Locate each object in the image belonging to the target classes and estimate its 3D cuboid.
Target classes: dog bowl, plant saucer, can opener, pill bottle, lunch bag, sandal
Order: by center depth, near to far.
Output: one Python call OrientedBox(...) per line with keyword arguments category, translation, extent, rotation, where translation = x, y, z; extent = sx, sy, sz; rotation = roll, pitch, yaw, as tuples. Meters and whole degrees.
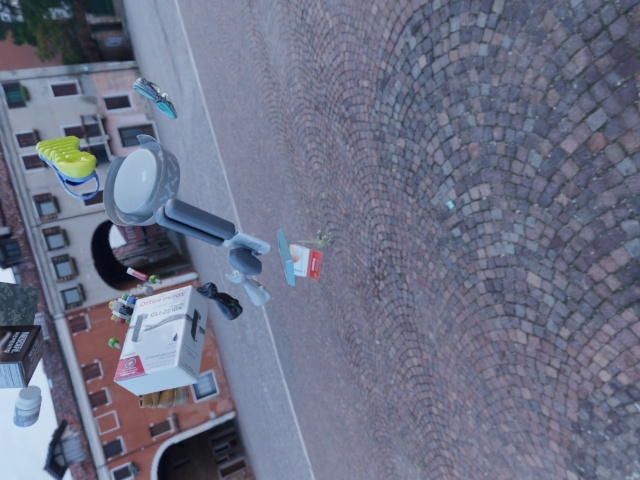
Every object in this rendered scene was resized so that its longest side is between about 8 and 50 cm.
OrientedBox(category="can opener", translation=(-0.227, -0.006, 0.906), extent=(0.074, 0.280, 0.093), rotation=(-30, 47, 32))
OrientedBox(category="plant saucer", translation=(-0.084, 0.036, 0.964), extent=(0.192, 0.018, 0.067), rotation=(-115, 20, -63))
OrientedBox(category="sandal", translation=(-0.768, -0.225, 1.234), extent=(0.317, 0.126, 0.138), rotation=(38, 140, 39))
OrientedBox(category="pill bottle", translation=(-1.026, 0.581, 1.412), extent=(0.078, 0.078, 0.137), rotation=(50, 123, 47))
OrientedBox(category="dog bowl", translation=(-0.666, -0.214, 1.511), extent=(0.349, 0.102, 0.348), rotation=(-7, 76, 31))
OrientedBox(category="lunch bag", translation=(-1.313, 0.338, 1.642), extent=(0.256, 0.213, 0.305), rotation=(-29, 57, 34))

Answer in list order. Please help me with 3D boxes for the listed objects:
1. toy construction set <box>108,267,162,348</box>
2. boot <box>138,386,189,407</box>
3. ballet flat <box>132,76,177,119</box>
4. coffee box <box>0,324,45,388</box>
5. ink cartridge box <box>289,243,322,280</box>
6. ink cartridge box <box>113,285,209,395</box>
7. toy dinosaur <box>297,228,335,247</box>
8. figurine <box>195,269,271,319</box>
OrientedBox(category="toy construction set", translation=(-0.835, 0.268, 1.779), extent=(0.237, 0.257, 0.308), rotation=(17, 102, 30))
OrientedBox(category="boot", translation=(-0.535, 0.469, 1.343), extent=(0.197, 0.152, 0.072), rotation=(46, 118, 45))
OrientedBox(category="ballet flat", translation=(-0.349, -0.311, 0.872), extent=(0.114, 0.041, 0.041), rotation=(39, -163, -54))
OrientedBox(category="coffee box", translation=(-1.052, 0.360, 1.244), extent=(0.168, 0.297, 0.118), rotation=(-115, 31, -56))
OrientedBox(category="ink cartridge box", translation=(-0.081, 0.109, 1.978), extent=(0.179, 0.045, 0.145), rotation=(18, 107, 38))
OrientedBox(category="ink cartridge box", translation=(-0.456, 0.288, 1.187), extent=(0.272, 0.197, 0.114), rotation=(-96, -13, -45))
OrientedBox(category="toy dinosaur", translation=(0.000, 0.000, 1.776), extent=(0.092, 0.183, 0.053), rotation=(-62, 39, 34))
OrientedBox(category="figurine", translation=(-0.327, 0.193, 1.527), extent=(0.209, 0.215, 0.092), rotation=(52, -164, -45))
